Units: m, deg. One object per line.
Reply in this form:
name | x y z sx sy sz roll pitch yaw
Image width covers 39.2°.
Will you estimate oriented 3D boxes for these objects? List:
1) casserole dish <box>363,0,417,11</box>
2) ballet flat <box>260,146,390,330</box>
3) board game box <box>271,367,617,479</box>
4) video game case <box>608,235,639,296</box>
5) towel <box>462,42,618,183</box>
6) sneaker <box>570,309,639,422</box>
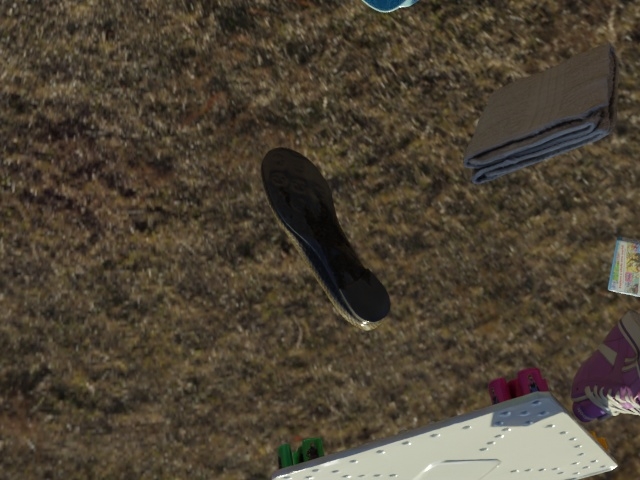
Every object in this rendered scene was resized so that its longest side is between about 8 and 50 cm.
casserole dish | 0.067 -0.394 1.208 0.188 0.037 0.114 38 128 -19
ballet flat | 0.000 0.000 1.087 0.084 0.250 0.058 -29 171 -27
board game box | 0.188 0.311 1.282 0.390 0.050 0.390 -21 146 20
video game case | 0.634 0.059 1.685 0.166 0.015 0.119 12 126 20
towel | 0.291 -0.173 1.169 0.187 0.282 0.049 -19 111 27
sneaker | 0.424 0.217 1.230 0.102 0.282 0.161 40 107 -3
